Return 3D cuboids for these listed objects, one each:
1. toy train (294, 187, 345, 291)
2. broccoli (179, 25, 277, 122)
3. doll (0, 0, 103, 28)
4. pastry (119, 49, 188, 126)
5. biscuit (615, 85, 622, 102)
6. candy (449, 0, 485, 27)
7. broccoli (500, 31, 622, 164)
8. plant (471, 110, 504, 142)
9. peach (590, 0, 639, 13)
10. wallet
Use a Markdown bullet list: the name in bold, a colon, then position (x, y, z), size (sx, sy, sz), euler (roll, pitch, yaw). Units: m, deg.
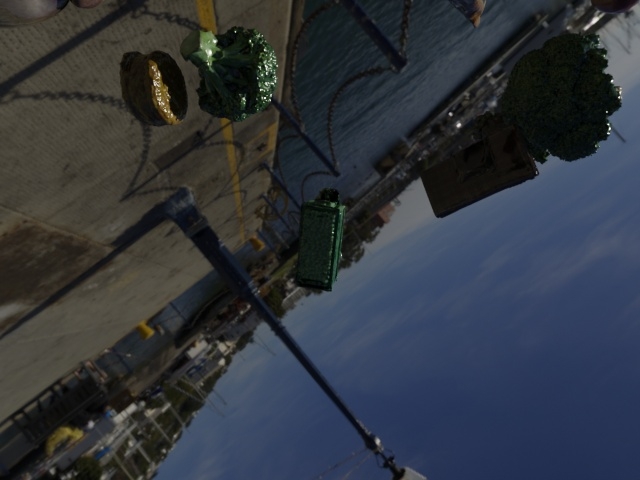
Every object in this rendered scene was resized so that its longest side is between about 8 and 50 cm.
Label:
- **toy train**: position (0.000, 0.000, 1.118), size (0.154, 0.115, 0.269), euler (-54, 153, -63)
- **broccoli**: position (-0.248, -0.450, 1.135), size (0.270, 0.269, 0.270), euler (-40, 153, 20)
- **doll**: position (-0.252, -0.353, 0.372), size (0.369, 0.226, 0.215), euler (-66, -158, -4)
- **pastry**: position (-0.418, -0.385, 1.090), size (0.103, 0.188, 0.189), euler (-2, -172, 13)
- **biscuit**: position (0.702, -0.376, 1.103), size (0.220, 0.055, 0.061), euler (-5, 117, -29)
- **candy**: position (0.409, -0.695, 1.181), size (0.272, 0.101, 0.143), euler (-12, 116, -54)
- **broccoli**: position (0.520, -0.300, 0.920), size (0.242, 0.268, 0.261), euler (-1, 168, -17)
- **plant**: position (0.467, -0.291, 1.139), size (0.094, 0.092, 0.143), euler (-52, -144, 4)
- **peach**: position (0.763, -0.649, 1.065), size (0.152, 0.152, 0.152), euler (-39, 179, -1)
- **wallet**: position (0.328, -0.143, 0.915), size (0.042, 0.124, 0.230), euler (-11, 168, -45)
